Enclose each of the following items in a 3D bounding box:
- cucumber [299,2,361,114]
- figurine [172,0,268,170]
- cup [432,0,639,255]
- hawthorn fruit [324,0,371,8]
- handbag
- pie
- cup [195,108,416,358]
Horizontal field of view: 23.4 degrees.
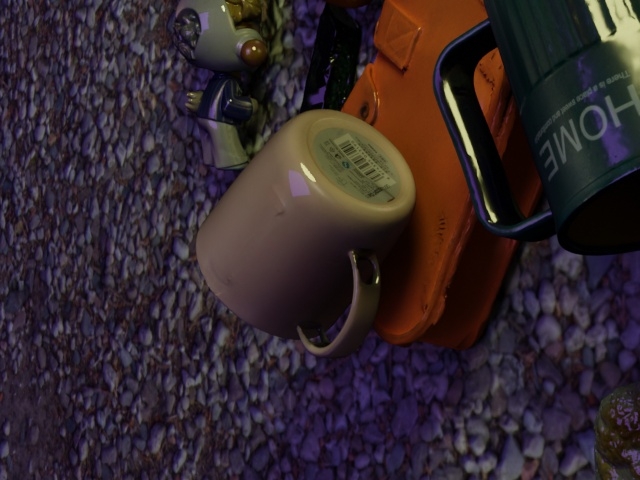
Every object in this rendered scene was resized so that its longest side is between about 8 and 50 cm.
[{"bbox_3d":[0.010,-0.204,2.022,0.070,0.046,0.220,18,102,45],"label":"cucumber"},{"bbox_3d":[-0.143,-0.238,2.173,0.194,0.133,0.274,-121,33,-54],"label":"figurine"},{"bbox_3d":[0.282,-0.155,1.466,0.308,0.242,0.292,127,131,-60],"label":"cup"},{"bbox_3d":[0.021,-0.379,1.916,0.189,0.189,0.189,-7,82,54],"label":"hawthorn fruit"},{"bbox_3d":[0.128,-0.103,1.784,0.303,0.116,0.410,45,123,47],"label":"handbag"},{"bbox_3d":[0.345,0.249,1.506,0.240,0.054,0.240,-3,87,53],"label":"pie"},{"bbox_3d":[0.000,0.000,1.701,0.200,0.191,0.253,-51,47,38],"label":"cup"}]
